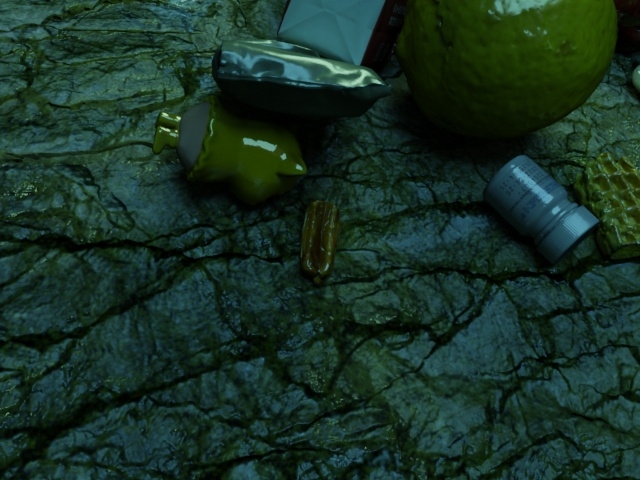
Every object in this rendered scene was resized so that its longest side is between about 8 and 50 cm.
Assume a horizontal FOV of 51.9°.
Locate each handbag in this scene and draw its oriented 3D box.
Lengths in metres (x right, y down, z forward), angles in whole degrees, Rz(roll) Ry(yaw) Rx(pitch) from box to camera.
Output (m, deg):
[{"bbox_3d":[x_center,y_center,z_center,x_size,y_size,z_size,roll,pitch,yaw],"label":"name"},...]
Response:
[{"bbox_3d":[0.056,-0.409,1.199,0.171,0.151,0.298,26,22,9],"label":"handbag"},{"bbox_3d":[-0.046,-0.249,1.038,0.253,0.109,0.316,10,12,-11],"label":"handbag"}]

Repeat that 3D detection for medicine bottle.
[{"bbox_3d":[0.361,-0.053,1.088,0.105,0.105,0.168,-30,68,-28],"label":"medicine bottle"}]

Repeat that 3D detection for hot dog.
[{"bbox_3d":[0.000,0.001,1.009,0.062,0.038,0.144,12,57,-9],"label":"hot dog"}]

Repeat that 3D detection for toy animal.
[{"bbox_3d":[-0.137,-0.145,1.005,0.230,0.156,0.156,8,55,-18],"label":"toy animal"}]

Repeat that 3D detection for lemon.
[{"bbox_3d":[0.320,-0.342,1.122,0.388,0.349,0.349,-3,57,0],"label":"lemon"}]

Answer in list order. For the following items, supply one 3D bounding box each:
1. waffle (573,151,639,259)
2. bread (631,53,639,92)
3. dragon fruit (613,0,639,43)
[{"bbox_3d":[0.539,-0.069,1.169,0.161,0.055,0.210,-5,59,-17],"label":"waffle"},{"bbox_3d":[0.753,-0.320,1.371,0.182,0.039,0.250,-13,71,-9],"label":"bread"},{"bbox_3d":[0.656,-0.553,1.412,0.303,0.231,0.237,8,47,-15],"label":"dragon fruit"}]
